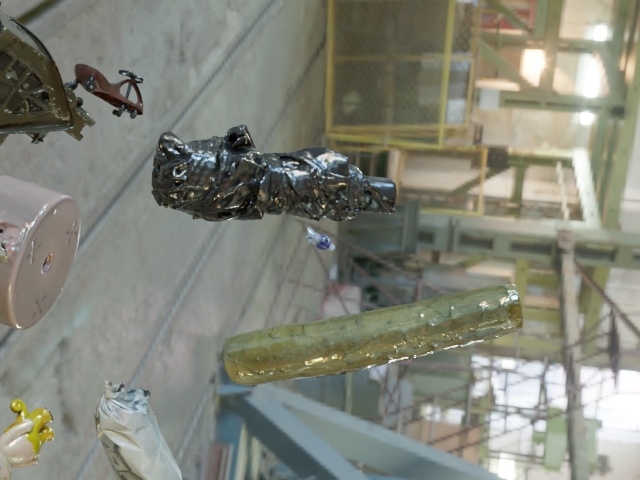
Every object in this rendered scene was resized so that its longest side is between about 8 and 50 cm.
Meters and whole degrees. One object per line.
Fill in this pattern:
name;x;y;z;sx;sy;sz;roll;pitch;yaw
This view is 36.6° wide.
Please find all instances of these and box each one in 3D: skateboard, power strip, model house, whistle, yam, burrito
skateboard;-0.357;-0.262;1.650;0.151;0.067;0.080;28;70;-49
power strip;-0.317;0.012;1.004;0.154;0.078;0.154;19;90;-83
model house;-0.458;-0.211;1.449;0.204;0.211;0.243;-51;135;3
whistle;0.000;0.000;1.801;0.083;0.029;0.033;27;58;-48
yam;0.064;0.119;1.203;0.083;0.372;0.083;-12;90;-83
burrito;-0.280;0.363;1.550;0.139;0.101;0.445;46;-25;49

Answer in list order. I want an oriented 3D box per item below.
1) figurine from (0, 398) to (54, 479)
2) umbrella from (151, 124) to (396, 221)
figurine;-0.509;0.344;1.467;0.246;0.131;0.156;-38;136;-51
umbrella;-0.051;-0.083;1.274;0.154;0.337;0.128;-164;-102;-80
